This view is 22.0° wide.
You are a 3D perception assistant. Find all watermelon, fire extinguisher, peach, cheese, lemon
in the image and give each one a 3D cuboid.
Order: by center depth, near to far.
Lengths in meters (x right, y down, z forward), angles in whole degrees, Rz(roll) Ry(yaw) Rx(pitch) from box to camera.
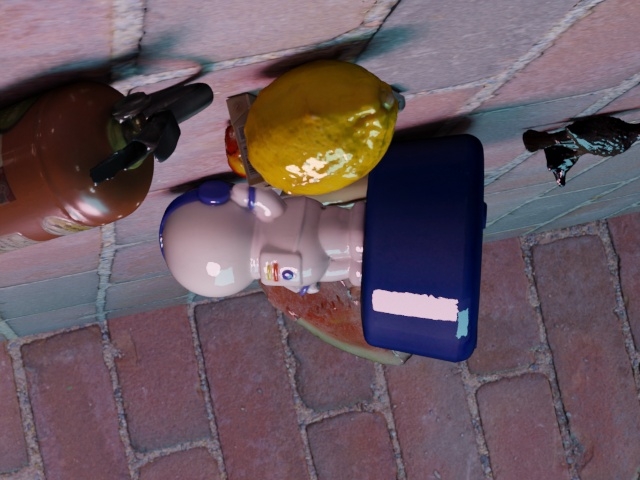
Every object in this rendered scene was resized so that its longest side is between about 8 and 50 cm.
[{"bbox_3d":[-0.235,-0.072,1.346,0.376,0.113,0.200,-14,-143,33],"label":"fire extinguisher"},{"bbox_3d":[0.002,-0.098,1.403,0.114,0.114,0.155,-6,166,-46],"label":"lemon"},{"bbox_3d":[-0.051,-0.087,1.601,0.083,0.050,0.077,-5,142,0],"label":"peach"},{"bbox_3d":[-0.024,-0.052,2.111,0.251,0.054,0.127,-8,174,-28],"label":"cheese"},{"bbox_3d":[0.039,-0.014,2.380,0.283,0.292,0.250,11,-134,24],"label":"watermelon"}]

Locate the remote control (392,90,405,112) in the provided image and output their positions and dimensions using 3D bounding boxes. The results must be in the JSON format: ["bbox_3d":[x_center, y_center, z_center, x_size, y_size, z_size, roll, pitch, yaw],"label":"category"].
[{"bbox_3d":[0.003,-0.117,1.637,0.162,0.029,0.061,-13,176,16],"label":"remote control"}]

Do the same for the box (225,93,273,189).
[{"bbox_3d":[-0.058,-0.089,1.497,0.024,0.083,0.053,-19,172,14],"label":"box"}]

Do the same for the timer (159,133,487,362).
[{"bbox_3d":[0.000,0.000,1.950,0.384,0.270,0.270,3,175,3],"label":"timer"}]

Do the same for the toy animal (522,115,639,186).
[{"bbox_3d":[0.361,-0.129,2.120,0.202,0.070,0.105,-9,156,5],"label":"toy animal"}]
